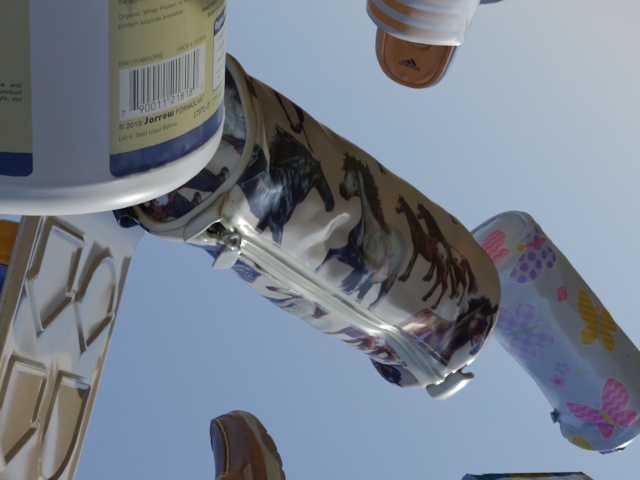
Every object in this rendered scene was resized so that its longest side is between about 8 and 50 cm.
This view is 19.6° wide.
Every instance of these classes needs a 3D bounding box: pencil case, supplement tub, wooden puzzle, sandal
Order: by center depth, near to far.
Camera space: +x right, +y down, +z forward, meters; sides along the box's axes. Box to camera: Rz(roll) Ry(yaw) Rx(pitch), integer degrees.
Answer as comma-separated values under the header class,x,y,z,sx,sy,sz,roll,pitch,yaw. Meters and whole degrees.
class,x,y,z,sx,sy,sz,roll,pitch,yaw
supplement tub,-0.168,-0.198,1.127,0.228,0.316,0.228,3,-153,-1
sandal,0.089,-0.195,1.625,0.102,0.076,0.265,18,150,8
pencil case,0.000,0.000,1.636,0.410,0.160,0.183,34,-134,-43
wooden puzzle,-0.273,0.104,1.742,0.080,0.348,0.322,18,174,12
pencil case,0.242,0.096,1.927,0.273,0.124,0.113,51,-133,-21

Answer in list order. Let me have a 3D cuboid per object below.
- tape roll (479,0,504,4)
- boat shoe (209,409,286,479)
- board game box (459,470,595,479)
class,x,y,z,sx,sy,sz,roll,pitch,yaw
tape roll,0.142,-0.425,1.815,0.072,0.392,0.392,-21,-134,-25
boat shoe,-0.089,0.305,1.970,0.116,0.123,0.324,-9,-142,-10
board game box,0.245,0.281,1.299,0.308,0.086,0.302,34,-173,22
